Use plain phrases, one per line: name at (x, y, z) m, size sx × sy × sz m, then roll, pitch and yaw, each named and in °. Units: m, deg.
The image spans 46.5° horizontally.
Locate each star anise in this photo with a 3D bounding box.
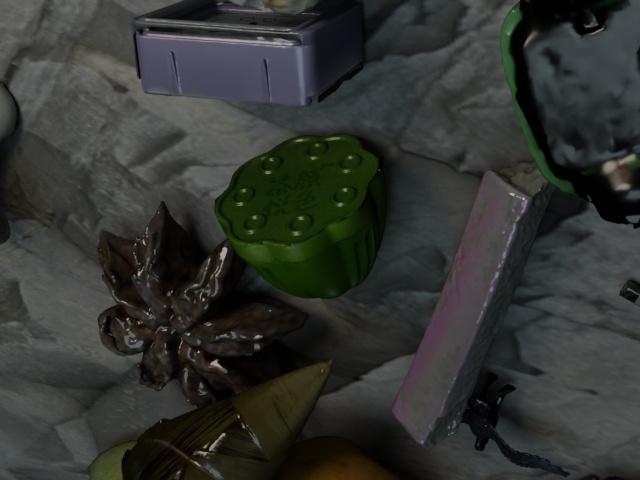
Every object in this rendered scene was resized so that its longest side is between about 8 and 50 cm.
star anise at (-0.171, 0.107, 0.967) m, size 0.332 × 0.117 × 0.331 m, roll 14°, pitch 127°, yaw 20°

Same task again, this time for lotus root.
lotus root at (0.000, 0.000, 0.811) m, size 0.186 × 0.186 × 0.186 m, roll 12°, pitch 121°, yaw 20°

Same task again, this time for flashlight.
flashlight at (0.345, 0.068, 0.753) m, size 0.083 × 0.018 × 0.018 m, roll 30°, pitch 127°, yaw 9°

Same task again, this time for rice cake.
rice cake at (0.157, 0.078, 0.794) m, size 0.073 × 0.056 × 0.364 m, roll 41°, pitch 126°, yaw 39°

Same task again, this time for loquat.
loquat at (0.027, 0.378, 0.934) m, size 0.263 × 0.263 × 0.262 m, roll 12°, pitch 121°, yaw 20°

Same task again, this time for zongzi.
zongzi at (-0.118, 0.237, 0.921) m, size 0.145 × 0.300 × 0.274 m, roll 43°, pitch 171°, yaw -17°

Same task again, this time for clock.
clock at (-0.069, -0.192, 0.734) m, size 0.194 × 0.144 × 0.073 m, roll 10°, pitch 120°, yaw 21°

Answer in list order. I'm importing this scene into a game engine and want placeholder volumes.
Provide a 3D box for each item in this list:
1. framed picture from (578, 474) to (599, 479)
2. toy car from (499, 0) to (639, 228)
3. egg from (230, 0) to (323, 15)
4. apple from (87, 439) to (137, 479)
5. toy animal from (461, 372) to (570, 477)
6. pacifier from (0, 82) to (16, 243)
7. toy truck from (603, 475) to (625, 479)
framed picture at (0.316, 0.357, 0.933) m, size 0.109 × 0.011 × 0.149 m, roll 47°, pitch 126°, yaw -4°
toy car at (0.329, -0.154, 0.552) m, size 0.359 × 0.176 × 0.213 m, roll -13°, pitch 110°, yaw 35°
egg at (-0.040, -0.315, 0.633) m, size 0.183 × 0.183 × 0.217 m, roll 17°, pitch 89°, yaw 17°
apple at (-0.242, 0.443, 1.120) m, size 0.346 × 0.179 × 0.253 m, roll -138°, pitch 50°, yaw -57°
toy animal at (0.192, 0.212, 0.880) m, size 0.220 × 0.062 × 0.107 m, roll 26°, pitch 128°, yaw 27°
pacifier at (-0.488, -0.128, 0.980) m, size 0.207 × 0.227 × 0.279 m, roll -41°, pitch 96°, yaw -4°
toy truck at (0.281, 0.365, 0.894) m, size 0.259 × 0.088 × 0.121 m, roll -23°, pitch 104°, yaw 35°
